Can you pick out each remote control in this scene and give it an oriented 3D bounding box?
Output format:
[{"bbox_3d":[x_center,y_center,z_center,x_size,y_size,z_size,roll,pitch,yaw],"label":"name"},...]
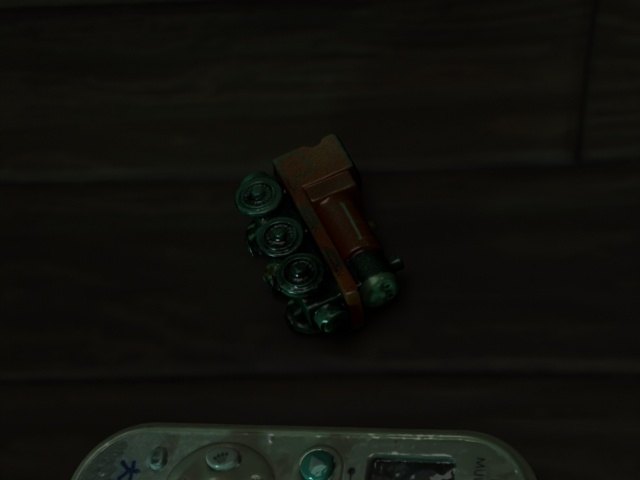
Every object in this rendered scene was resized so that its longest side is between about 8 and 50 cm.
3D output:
[{"bbox_3d":[-0.009,0.123,0.818,0.221,0.042,0.078,0,57,18],"label":"remote control"}]

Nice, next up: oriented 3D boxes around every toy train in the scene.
[{"bbox_3d":[0.000,0.000,0.896,0.064,0.044,0.103,-22,53,-8],"label":"toy train"}]
